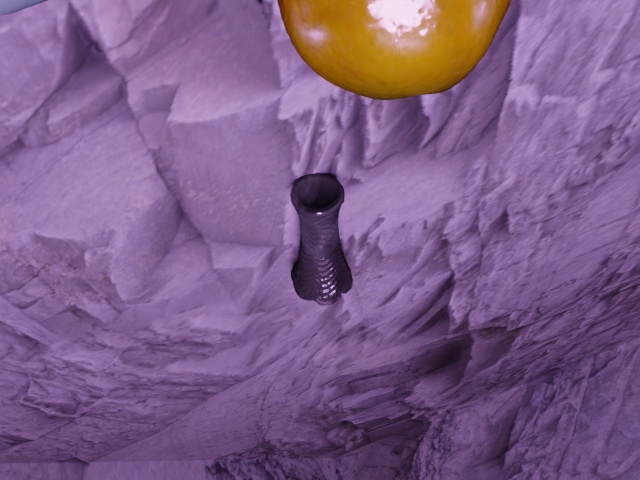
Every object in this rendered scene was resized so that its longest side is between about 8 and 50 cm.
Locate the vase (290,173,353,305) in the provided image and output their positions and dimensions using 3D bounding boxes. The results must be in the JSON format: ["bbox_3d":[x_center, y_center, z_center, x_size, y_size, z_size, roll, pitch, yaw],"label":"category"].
[{"bbox_3d":[0.000,0.000,0.894,0.115,0.115,0.237,-9,146,-5],"label":"vase"}]

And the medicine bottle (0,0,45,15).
[{"bbox_3d":[-0.245,-0.233,0.417,0.352,0.110,0.110,-17,149,7],"label":"medicine bottle"}]

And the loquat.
[{"bbox_3d":[0.057,-0.232,0.441,0.213,0.213,0.246,-18,151,10],"label":"loquat"}]
